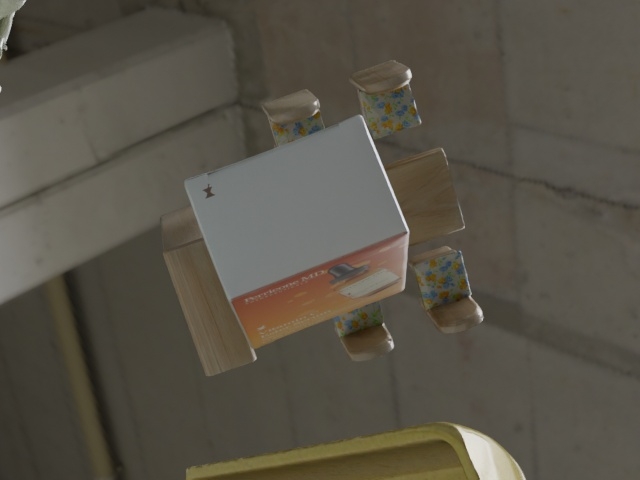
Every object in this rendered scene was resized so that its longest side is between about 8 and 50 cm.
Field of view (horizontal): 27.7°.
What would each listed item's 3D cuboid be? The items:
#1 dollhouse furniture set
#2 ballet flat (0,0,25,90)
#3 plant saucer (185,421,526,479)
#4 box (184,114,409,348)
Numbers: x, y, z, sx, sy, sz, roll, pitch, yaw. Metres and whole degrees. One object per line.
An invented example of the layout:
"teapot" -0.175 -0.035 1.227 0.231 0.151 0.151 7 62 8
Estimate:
"dollhouse furniture set" 0.000 0.000 1.723 0.256 0.394 0.362 -121 -167 -74
"ballet flat" -0.303 -0.174 1.041 0.147 0.409 0.147 15 -14 4
"plant saucer" 0.073 0.277 0.867 0.333 0.081 0.333 -22 -90 53
"box" -0.013 0.000 0.925 0.170 0.130 0.091 79 -10 -75
